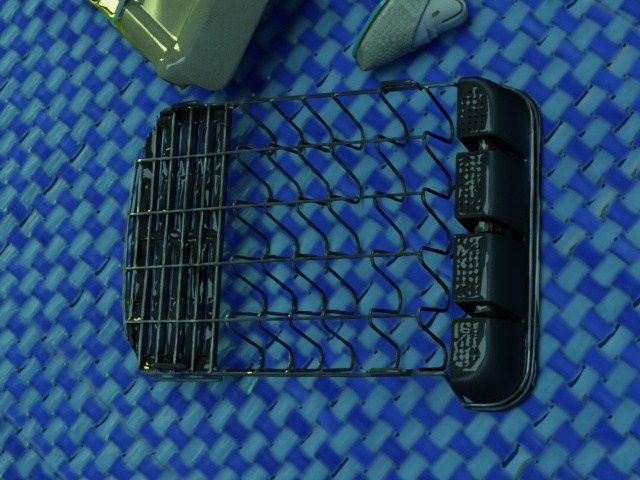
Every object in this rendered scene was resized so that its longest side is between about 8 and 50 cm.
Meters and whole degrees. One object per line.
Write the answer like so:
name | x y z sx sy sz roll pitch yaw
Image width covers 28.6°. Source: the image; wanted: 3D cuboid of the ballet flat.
ballet flat | 0.086 -0.172 0.816 0.052 0.057 0.168 36 94 15

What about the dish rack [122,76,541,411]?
dish rack | 0.000 0.000 0.805 0.271 0.074 0.208 -2 76 24

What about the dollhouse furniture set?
dollhouse furniture set | -0.027 -0.255 0.877 0.197 0.151 0.301 47 117 45
